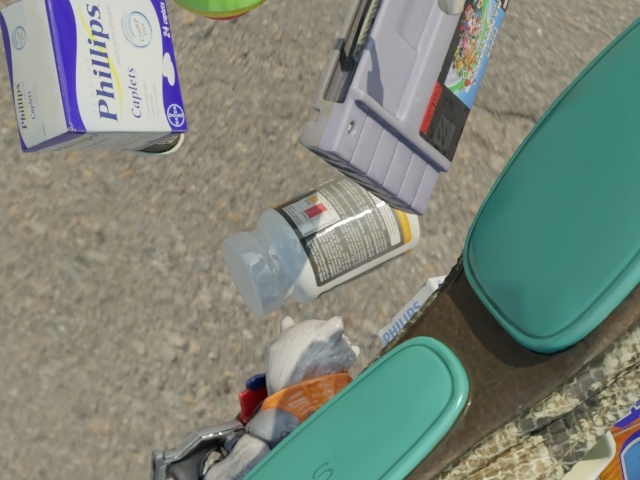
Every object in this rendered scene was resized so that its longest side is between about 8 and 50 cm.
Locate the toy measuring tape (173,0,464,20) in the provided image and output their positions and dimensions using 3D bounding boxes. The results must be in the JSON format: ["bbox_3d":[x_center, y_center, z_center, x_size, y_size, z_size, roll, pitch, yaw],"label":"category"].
[{"bbox_3d":[-0.039,-0.241,1.070,0.330,0.121,0.121,21,113,18],"label":"toy measuring tape"}]

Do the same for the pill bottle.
[{"bbox_3d":[0.000,0.000,1.817,0.279,0.162,0.162,-25,112,-17],"label":"pill bottle"}]

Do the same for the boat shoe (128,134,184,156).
[{"bbox_3d":[-0.288,-0.189,1.589,0.228,0.068,0.081,29,68,5],"label":"boat shoe"}]

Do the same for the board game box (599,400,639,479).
[{"bbox_3d":[0.605,0.233,1.547,0.356,0.356,0.356,16,143,-33],"label":"board game box"}]

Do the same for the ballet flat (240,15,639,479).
[{"bbox_3d":[0.125,0.077,0.685,0.182,0.164,0.482,31,106,-32],"label":"ballet flat"}]

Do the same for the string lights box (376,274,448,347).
[{"bbox_3d":[0.217,0.103,1.639,0.133,0.260,0.076,-50,60,39],"label":"string lights box"}]

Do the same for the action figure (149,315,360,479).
[{"bbox_3d":[0.052,0.212,1.001,0.341,0.178,0.330,-21,95,-21],"label":"action figure"}]

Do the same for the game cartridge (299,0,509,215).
[{"bbox_3d":[0.111,-0.222,1.247,0.068,0.230,0.354,16,83,37],"label":"game cartridge"}]

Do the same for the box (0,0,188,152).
[{"bbox_3d":[-0.196,-0.146,1.030,0.072,0.137,0.126,-13,87,40],"label":"box"}]
